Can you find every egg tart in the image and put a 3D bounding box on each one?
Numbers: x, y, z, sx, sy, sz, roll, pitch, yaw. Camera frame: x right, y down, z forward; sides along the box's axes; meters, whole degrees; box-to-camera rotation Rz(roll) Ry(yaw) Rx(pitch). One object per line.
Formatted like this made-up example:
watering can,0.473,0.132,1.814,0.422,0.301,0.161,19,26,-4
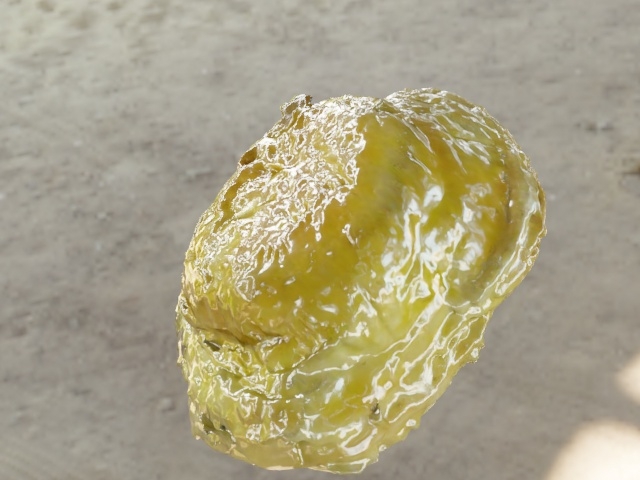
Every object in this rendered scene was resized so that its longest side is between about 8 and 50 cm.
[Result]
egg tart,0.000,0.000,1.113,0.351,0.153,0.339,-44,34,-9
